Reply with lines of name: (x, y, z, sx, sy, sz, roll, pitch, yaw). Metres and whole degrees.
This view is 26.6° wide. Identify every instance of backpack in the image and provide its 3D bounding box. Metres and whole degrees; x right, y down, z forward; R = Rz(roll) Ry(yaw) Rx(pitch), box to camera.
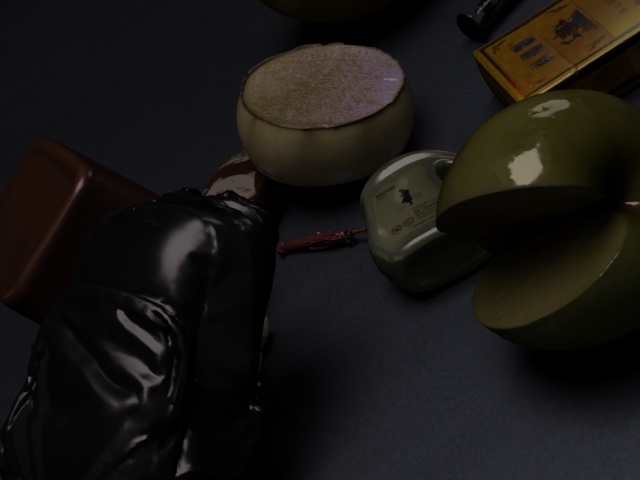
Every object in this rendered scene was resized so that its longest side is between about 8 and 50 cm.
backpack: (-0.198, 0.141, 1.664, 0.363, 0.255, 0.446, 13, 84, 37)

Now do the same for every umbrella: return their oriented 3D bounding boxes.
umbrella: (0.000, 0.000, 1.949, 0.165, 0.025, 0.027, -10, 59, 35)

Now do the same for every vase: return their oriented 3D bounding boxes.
vase: (0.287, -0.393, 2.172, 0.059, 0.059, 0.167, 16, 57, 49)

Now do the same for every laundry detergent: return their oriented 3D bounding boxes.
laundry detergent: (0.139, -0.045, 1.828, 0.181, 0.091, 0.253, -29, 33, 5)

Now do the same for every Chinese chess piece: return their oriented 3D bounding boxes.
Chinese chess piece: (0.007, -0.194, 2.044, 0.270, 0.112, 0.270, -6, 37, 5)

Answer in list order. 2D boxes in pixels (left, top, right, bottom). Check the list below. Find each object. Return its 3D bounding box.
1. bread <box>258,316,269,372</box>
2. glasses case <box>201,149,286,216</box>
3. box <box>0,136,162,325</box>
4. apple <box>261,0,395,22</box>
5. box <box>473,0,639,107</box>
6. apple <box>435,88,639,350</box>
bread: (-0.164, 0.190, 1.834, 0.251, 0.039, 0.182, -47, 36, -20)
glasses case: (-0.139, -0.025, 2.045, 0.122, 0.082, 0.321, -13, 38, 35)
box: (-0.333, 0.014, 1.944, 0.239, 0.229, 0.339, -60, 27, -1)
apple: (0.021, -0.561, 2.350, 0.374, 0.374, 0.384, -2, 56, 39)
box: (0.389, -0.281, 1.919, 0.301, 0.084, 0.193, -32, 33, 3)
apple: (0.269, -0.020, 1.517, 0.292, 0.292, 0.254, -54, 15, -28)
